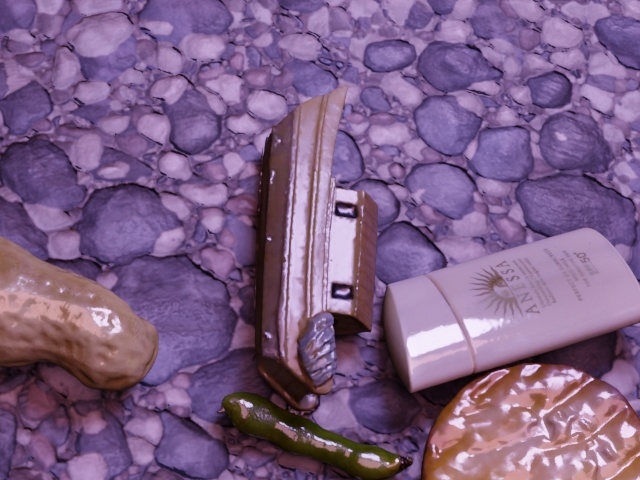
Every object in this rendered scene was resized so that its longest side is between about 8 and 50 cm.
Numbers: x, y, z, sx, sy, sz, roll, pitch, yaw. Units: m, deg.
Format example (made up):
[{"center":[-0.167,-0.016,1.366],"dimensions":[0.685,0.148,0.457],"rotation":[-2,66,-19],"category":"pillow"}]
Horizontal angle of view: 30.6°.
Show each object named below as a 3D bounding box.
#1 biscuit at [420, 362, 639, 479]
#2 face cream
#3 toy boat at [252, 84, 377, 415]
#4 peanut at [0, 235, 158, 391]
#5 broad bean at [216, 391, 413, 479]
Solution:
[{"center":[0.270,0.298,1.455],"dimensions":[0.296,0.102,0.296],"rotation":[-4,59,7],"category":"biscuit"},{"center":[0.244,0.087,1.559],"dimensions":[0.348,0.081,0.173],"rotation":[-15,48,-14],"category":"face cream"},{"center":[0.000,0.000,1.544],"dimensions":[0.162,0.136,0.446],"rotation":[6,67,-11],"category":"toy boat"},{"center":[-0.357,0.097,1.452],"dimensions":[0.318,0.147,0.148],"rotation":[26,67,-3],"category":"peanut"},{"center":[-0.009,0.253,1.483],"dimensions":[0.256,0.053,0.052],"rotation":[21,40,0],"category":"broad bean"}]
